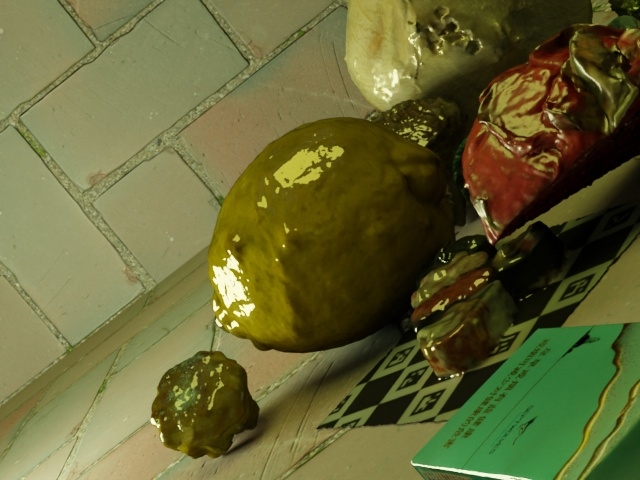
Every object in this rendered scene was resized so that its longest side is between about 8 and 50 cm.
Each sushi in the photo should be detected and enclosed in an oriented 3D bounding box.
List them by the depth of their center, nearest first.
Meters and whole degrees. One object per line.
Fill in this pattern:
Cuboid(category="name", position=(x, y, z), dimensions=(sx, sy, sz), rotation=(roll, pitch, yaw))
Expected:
Cuboid(category="sushi", position=(0.151, 0.051, 1.158), dimensions=(0.339, 0.068, 0.320), rotation=(-43, 10, -27))

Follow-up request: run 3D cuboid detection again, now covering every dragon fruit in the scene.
Cuboid(category="dragon fruit", position=(0.270, -0.159, 1.139), dimensions=(0.317, 0.152, 0.205), rotation=(-28, -16, -31))

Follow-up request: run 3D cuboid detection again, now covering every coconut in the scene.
Cuboid(category="coconut", position=(0.225, -0.325, 1.707), dimensions=(0.405, 0.404, 0.404), rotation=(-37, 9, 7))

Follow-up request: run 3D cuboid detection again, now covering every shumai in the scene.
Cuboid(category="shumai", position=(0.132, -0.093, 1.562), dimensions=(0.166, 0.175, 0.206), rotation=(7, 34, 47))

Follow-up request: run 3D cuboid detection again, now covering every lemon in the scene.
Cuboid(category="lemon", position=(0.005, -0.005, 1.376), dimensions=(0.316, 0.285, 0.285), rotation=(-5, 27, 33))

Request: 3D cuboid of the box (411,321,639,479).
Cuboid(category="box", position=(0.176, 0.123, 0.796), dimensions=(0.162, 0.041, 0.229), rotation=(-42, 10, -21))

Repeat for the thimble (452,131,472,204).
Cuboid(category="thimble", position=(0.239, -0.103, 1.415), dimensions=(0.135, 0.118, 0.090), rotation=(-30, 13, 42))

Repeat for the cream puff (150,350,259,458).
Cuboid(category="cream puff", position=(-0.136, 0.212, 1.393), dimensions=(0.146, 0.116, 0.146), rotation=(-22, 43, 22))

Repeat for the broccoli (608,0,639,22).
Cuboid(category="broccoli", position=(0.510, -0.397, 1.643), dimensions=(0.198, 0.176, 0.226), rotation=(-25, 31, -2))

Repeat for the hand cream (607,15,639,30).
Cuboid(category="hand cream", position=(0.397, -0.224, 1.502), dimensions=(0.075, 0.052, 0.247), rotation=(-53, 9, 45))
